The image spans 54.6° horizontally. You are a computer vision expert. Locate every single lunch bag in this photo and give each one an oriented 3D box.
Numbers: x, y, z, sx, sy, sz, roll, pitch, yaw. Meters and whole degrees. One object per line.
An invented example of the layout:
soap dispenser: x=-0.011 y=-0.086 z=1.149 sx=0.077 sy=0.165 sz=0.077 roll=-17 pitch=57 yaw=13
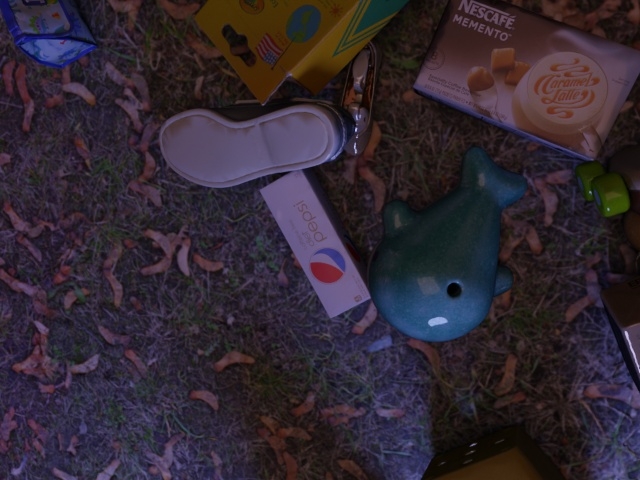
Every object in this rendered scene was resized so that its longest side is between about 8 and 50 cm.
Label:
lunch bag: x=-0.422 y=-0.339 z=0.918 sx=0.096 sy=0.151 sz=0.128 roll=-25 pitch=91 yaw=15

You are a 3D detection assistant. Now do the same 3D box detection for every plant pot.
plant pot: x=0.247 y=0.379 z=0.852 sx=0.212 sy=0.212 sz=0.187 roll=-28 pitch=78 yaw=15

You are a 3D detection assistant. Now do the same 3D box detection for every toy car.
toy car: x=0.434 y=-0.025 z=0.782 sx=0.155 sy=0.149 sz=0.188 roll=-18 pitch=105 yaw=13

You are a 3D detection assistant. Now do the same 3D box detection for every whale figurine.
whale figurine: x=0.181 y=0.010 z=0.829 sx=0.216 sy=0.141 sz=0.272 roll=33 pitch=92 yaw=-11

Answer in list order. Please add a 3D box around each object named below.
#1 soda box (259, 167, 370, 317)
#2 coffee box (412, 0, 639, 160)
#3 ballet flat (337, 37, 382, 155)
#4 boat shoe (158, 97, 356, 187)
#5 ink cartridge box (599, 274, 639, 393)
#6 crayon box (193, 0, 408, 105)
soda box: x=0.000 y=0.000 z=0.913 sx=0.074 sy=0.069 sz=0.216 roll=-29 pitch=91 yaw=15
coffee box: x=0.262 y=-0.214 z=0.807 sx=0.247 sy=0.098 sz=0.141 roll=25 pitch=103 yaw=8
ballet flat: x=0.050 y=-0.205 z=0.880 sx=0.057 sy=0.052 sz=0.168 roll=9 pitch=100 yaw=11
boat shoe: x=-0.096 y=-0.147 z=0.898 sx=0.320 sy=0.099 sz=0.116 roll=0 pitch=110 yaw=32
ink cartridge box: x=0.500 y=0.110 z=0.772 sx=0.235 sy=0.088 sz=0.193 roll=-24 pitch=117 yaw=14
crayon box: x=-0.002 y=-0.344 z=0.825 sx=0.318 sy=0.081 sz=0.202 roll=-42 pitch=65 yaw=15
